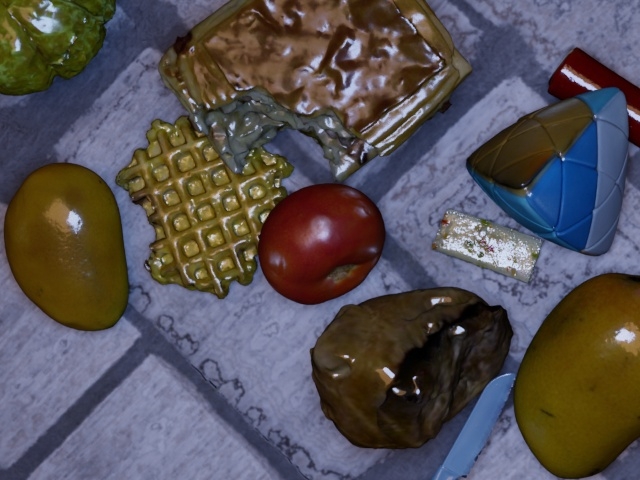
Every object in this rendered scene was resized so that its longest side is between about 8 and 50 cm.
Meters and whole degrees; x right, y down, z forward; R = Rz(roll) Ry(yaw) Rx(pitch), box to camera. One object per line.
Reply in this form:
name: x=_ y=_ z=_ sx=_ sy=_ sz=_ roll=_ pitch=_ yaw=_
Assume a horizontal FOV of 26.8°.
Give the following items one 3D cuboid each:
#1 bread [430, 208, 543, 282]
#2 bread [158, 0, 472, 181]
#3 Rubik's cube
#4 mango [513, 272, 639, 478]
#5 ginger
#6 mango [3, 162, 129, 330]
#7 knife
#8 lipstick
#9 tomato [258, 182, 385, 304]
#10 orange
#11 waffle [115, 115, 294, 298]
bread: x=0.243 y=0.007 z=1.948 sx=0.154 sy=0.028 sz=0.068 roll=20 pitch=89 yaw=7
bread: x=-0.004 y=-0.236 z=1.915 sx=0.370 sy=0.191 sz=0.314 roll=-37 pitch=88 yaw=11
Rubik's cube: x=0.313 y=-0.067 z=1.890 sx=0.254 sy=0.254 sz=0.254 roll=0 pitch=88 yaw=9
mango: x=0.387 y=0.185 z=1.852 sx=0.211 sy=0.173 sz=0.317 roll=33 pitch=105 yaw=6
ginger: x=0.114 y=0.169 z=1.878 sx=0.223 sy=0.200 sz=0.269 roll=22 pitch=52 yaw=32
mango: x=-0.378 y=0.012 z=1.988 sx=0.175 sy=0.139 sz=0.254 roll=-6 pitch=94 yaw=15
knife: x=0.190 y=0.317 z=1.887 sx=0.044 sy=0.019 sz=0.313 roll=28 pitch=100 yaw=2
lipstick: x=0.437 y=-0.181 z=1.898 sx=0.241 sy=0.080 sz=0.080 roll=34 pitch=93 yaw=8
tomato: x=0.000 y=0.000 z=1.905 sx=0.195 sy=0.195 sz=0.136 roll=-34 pitch=63 yaw=6
orange: x=-0.454 y=-0.356 z=1.972 sx=0.300 sy=0.223 sz=0.301 roll=-26 pitch=81 yaw=-4
waffle: x=-0.179 y=-0.051 z=2.003 sx=0.291 sy=0.051 sz=0.291 roll=-1 pitch=86 yaw=8
